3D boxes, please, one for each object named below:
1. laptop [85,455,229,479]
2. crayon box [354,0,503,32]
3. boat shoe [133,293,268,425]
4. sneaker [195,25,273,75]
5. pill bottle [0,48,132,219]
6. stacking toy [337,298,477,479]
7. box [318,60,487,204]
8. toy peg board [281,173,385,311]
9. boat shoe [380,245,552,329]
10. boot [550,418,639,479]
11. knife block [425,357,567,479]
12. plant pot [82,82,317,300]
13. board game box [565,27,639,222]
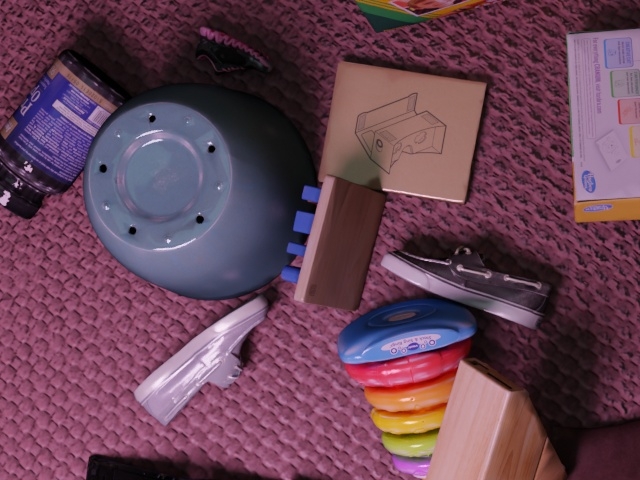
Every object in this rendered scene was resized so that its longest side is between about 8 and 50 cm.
[{"bbox_3d":[-0.192,0.426,1.706,0.264,0.136,0.234,4,87,37],"label":"laptop"},{"bbox_3d":[0.206,-0.372,1.516,0.363,0.313,0.106,-13,84,11],"label":"crayon box"},{"bbox_3d":[-0.144,0.163,1.684,0.227,0.079,0.081,-40,89,12],"label":"boat shoe"},{"bbox_3d":[-0.120,-0.246,1.716,0.119,0.047,0.057,28,99,19],"label":"sneaker"},{"bbox_3d":[-0.365,-0.141,1.716,0.123,0.123,0.219,40,95,11],"label":"pill bottle"},{"bbox_3d":[0.134,0.237,1.597,0.175,0.166,0.301,-12,99,1],"label":"stacking toy"},{"bbox_3d":[0.108,-0.142,1.673,0.201,0.021,0.164,10,89,11],"label":"box"},{"bbox_3d":[0.000,0.000,1.624,0.079,0.161,0.161,14,89,27],"label":"toy peg board"},{"bbox_3d":[0.188,0.046,1.622,0.219,0.078,0.070,20,92,4],"label":"boat shoe"},{"bbox_3d":[0.389,0.245,1.562,0.207,0.090,0.248,7,74,23],"label":"boot"},{"bbox_3d":[0.172,0.309,1.511,0.242,0.275,0.088,-43,42,-15],"label":"knife block"},{"bbox_3d":[-0.170,-0.071,1.616,0.293,0.235,0.293,-1,86,12],"label":"plant pot"},{"bbox_3d":[0.465,-0.149,1.541,0.317,0.064,0.242,-2,67,11],"label":"board game box"}]
